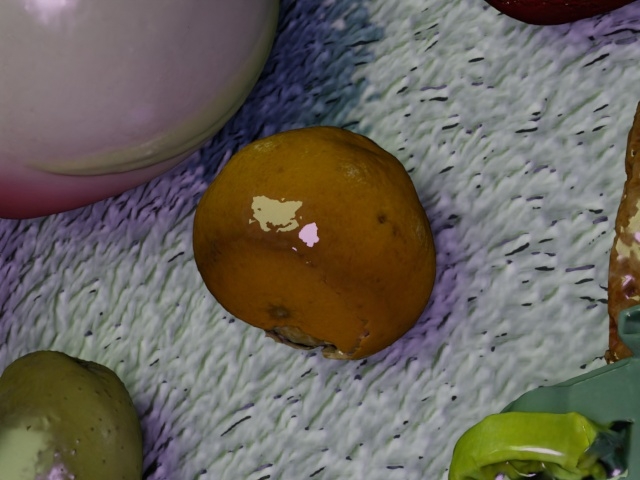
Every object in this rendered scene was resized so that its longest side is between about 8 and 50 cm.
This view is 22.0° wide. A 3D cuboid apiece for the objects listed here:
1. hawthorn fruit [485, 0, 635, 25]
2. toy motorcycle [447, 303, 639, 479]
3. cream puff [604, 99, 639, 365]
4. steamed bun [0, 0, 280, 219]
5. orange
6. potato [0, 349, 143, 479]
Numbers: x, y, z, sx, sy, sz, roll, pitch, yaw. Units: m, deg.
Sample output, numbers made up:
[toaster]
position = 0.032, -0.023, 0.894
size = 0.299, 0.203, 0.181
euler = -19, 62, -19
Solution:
[hawthorn fruit]
position = 0.144, -0.198, 1.014
size = 0.172, 0.148, 0.148
euler = -31, 53, 37
[toy motorcycle]
position = 0.231, 0.111, 0.725
size = 0.326, 0.200, 0.191
euler = -17, 45, 34
[cream puff]
position = 0.240, 0.010, 0.842
size = 0.169, 0.183, 0.183
euler = 5, 72, 17
[steamed bun]
position = -0.188, -0.145, 1.169
size = 0.309, 0.309, 0.309
euler = -17, 60, 32
[orange]
position = 0.000, 0.000, 1.034
size = 0.157, 0.156, 0.134
euler = 9, 55, 41
[potato]
position = -0.207, 0.193, 1.107
size = 0.169, 0.143, 0.248
euler = 16, 80, 31
